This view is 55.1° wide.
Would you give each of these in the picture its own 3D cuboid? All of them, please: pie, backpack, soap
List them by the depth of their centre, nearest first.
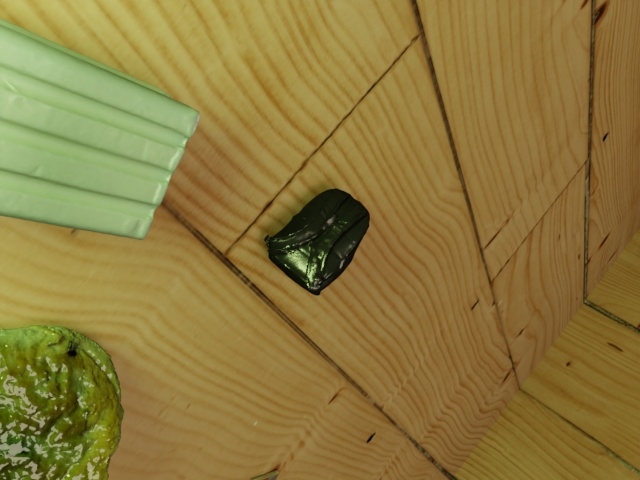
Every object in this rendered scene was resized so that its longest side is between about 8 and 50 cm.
[{"bbox_3d":[-0.260,-0.102,0.576,0.265,0.087,0.159,13,108,-54],"label":"soap"},{"bbox_3d":[-0.349,0.229,0.704,0.277,0.078,0.277,-10,105,-42],"label":"pie"},{"bbox_3d":[0.004,0.001,0.971,0.165,0.120,0.106,-41,165,-21],"label":"backpack"}]

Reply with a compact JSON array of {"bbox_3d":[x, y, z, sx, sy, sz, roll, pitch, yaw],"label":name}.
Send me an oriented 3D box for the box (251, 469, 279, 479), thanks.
[{"bbox_3d":[-0.128,0.531,1.337,0.083,0.012,0.046,5,115,-54],"label":"box"}]
